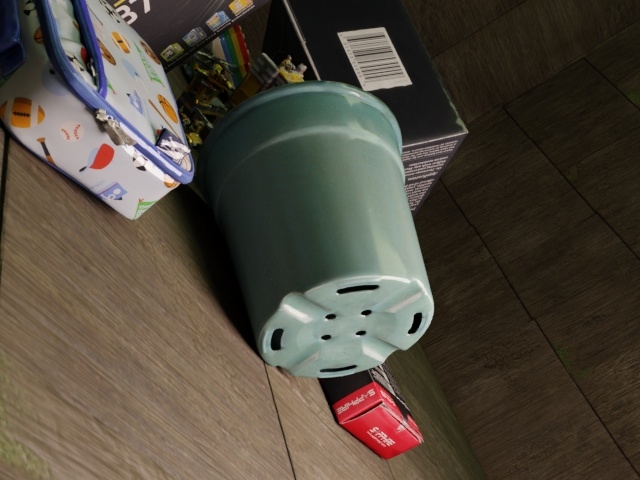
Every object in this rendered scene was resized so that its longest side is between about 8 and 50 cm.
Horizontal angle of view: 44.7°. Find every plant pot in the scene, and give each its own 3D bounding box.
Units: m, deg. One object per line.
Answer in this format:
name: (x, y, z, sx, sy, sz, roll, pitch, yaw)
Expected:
plant pot: (0.003, 0.002, 1.170, 0.341, 0.341, 0.334, 50, 19, -50)

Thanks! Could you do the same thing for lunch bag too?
lunch bag: (-0.258, -0.178, 0.856, 0.243, 0.115, 0.303, 47, 13, -50)

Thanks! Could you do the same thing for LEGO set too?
LEGO set: (-0.099, -0.229, 1.400, 0.331, 0.192, 0.255, 6, 41, -54)

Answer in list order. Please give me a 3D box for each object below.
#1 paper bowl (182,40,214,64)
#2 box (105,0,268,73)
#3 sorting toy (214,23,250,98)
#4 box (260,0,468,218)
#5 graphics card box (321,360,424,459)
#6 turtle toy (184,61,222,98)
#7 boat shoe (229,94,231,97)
paper bowl: (-0.289, -0.461, 1.417, 0.284, 0.148, 0.284, 169, -90, -76)
box: (-0.195, -0.417, 1.122, 0.097, 0.394, 0.318, 60, 6, 21)
sorting toy: (-0.244, -0.507, 2.130, 0.255, 0.089, 0.257, -112, -175, -51)
box: (0.058, -0.289, 1.865, 0.472, 0.297, 0.480, 117, -44, -59)
graphics card box: (0.050, 0.206, 1.462, 0.233, 0.094, 0.371, 49, 13, -52)
turtle toy: (-0.268, -0.382, 1.804, 0.130, 0.066, 0.095, 57, 30, -37)
boat shoe: (-0.168, -0.280, 1.840, 0.324, 0.116, 0.097, -121, -147, -70)
